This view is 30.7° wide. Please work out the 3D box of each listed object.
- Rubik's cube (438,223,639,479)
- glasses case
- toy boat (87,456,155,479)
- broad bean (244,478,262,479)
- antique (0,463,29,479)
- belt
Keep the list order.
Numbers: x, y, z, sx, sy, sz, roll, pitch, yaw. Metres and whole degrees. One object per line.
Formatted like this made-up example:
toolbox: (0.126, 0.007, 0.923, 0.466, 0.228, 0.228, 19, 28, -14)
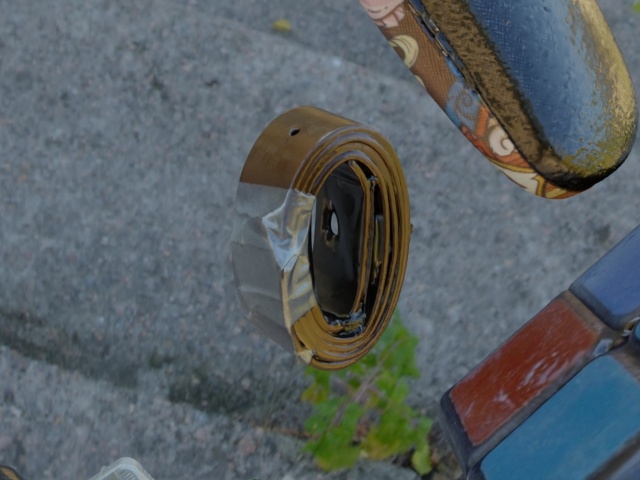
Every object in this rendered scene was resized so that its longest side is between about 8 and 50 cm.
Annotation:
Rubik's cube: (0.314, 0.175, 0.858, 0.318, 0.316, 0.313, -43, 100, 5)
glasses case: (0.066, -0.166, 0.639, 0.321, 0.082, 0.122, 53, 41, -7)
toy boat: (-0.177, 0.370, 1.273, 0.141, 0.141, 0.269, -39, 96, -31)
broad bean: (0.000, 0.235, 0.487, 0.077, 0.339, 0.061, 15, 30, 33)
antique: (-0.340, 0.309, 1.051, 0.185, 0.322, 0.255, 35, 81, 35)
belt: (0.000, 0.000, 1.180, 0.184, 0.262, 0.105, -12, 27, -38)
